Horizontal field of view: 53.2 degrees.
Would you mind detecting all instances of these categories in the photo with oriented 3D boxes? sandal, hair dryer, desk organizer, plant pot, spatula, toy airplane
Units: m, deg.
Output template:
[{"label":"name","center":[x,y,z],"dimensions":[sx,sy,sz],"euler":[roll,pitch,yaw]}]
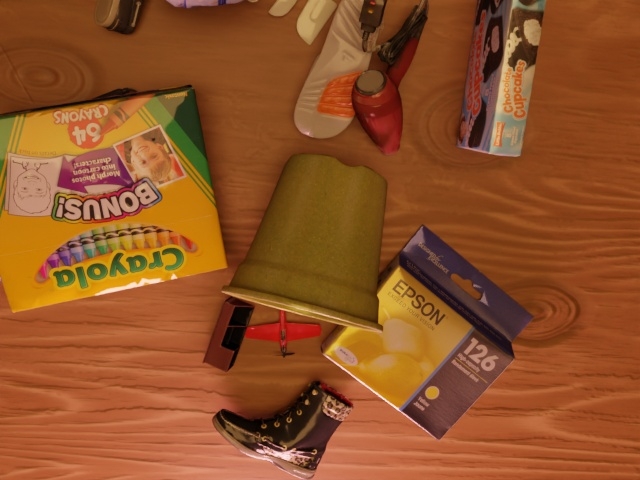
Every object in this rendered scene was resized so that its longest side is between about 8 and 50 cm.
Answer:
[{"label":"sandal","center":[0.039,-0.302,1.106],"dimensions":[0.102,0.076,0.265],"euler":[22,111,-5]},{"label":"hair dryer","center":[0.133,-0.277,1.081],"dimensions":[0.080,0.223,0.293],"euler":[28,125,29]},{"label":"desk organizer","center":[-0.172,0.176,1.203],"dimensions":[0.050,0.047,0.130],"euler":[22,100,7]},{"label":"plant pot","center":[0.000,0.000,1.082],"dimensions":[0.276,0.276,0.254],"euler":[16,82,-7]},{"label":"spatula","center":[-0.016,-0.482,1.084],"dimensions":[0.168,0.019,0.242],"euler":[33,102,-15]},{"label":"toy airplane","center":[-0.070,0.154,1.220],"dimensions":[0.151,0.028,0.151],"euler":[-1,102,-3]}]

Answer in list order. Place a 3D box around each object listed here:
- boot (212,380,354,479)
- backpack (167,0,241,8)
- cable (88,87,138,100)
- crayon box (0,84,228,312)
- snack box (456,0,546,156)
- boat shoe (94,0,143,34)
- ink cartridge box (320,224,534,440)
[{"label":"boot","center":[-0.068,0.337,1.231],"dimensions":[0.236,0.085,0.178],"euler":[32,96,-16]},{"label":"backpack","center":[-0.184,-0.529,0.941],"dimensions":[0.273,0.290,0.355],"euler":[-24,109,-11]},{"label":"cable","center":[-0.378,-0.176,1.128],"dimensions":[0.184,0.047,0.150],"euler":[-24,107,-3]},{"label":"crayon box","center":[-0.364,-0.075,1.072],"dimensions":[0.363,0.106,0.313],"euler":[-12,108,-10]},{"label":"snack box","center":[0.301,-0.308,1.070],"dimensions":[0.060,0.187,0.322],"euler":[5,101,-5]},{"label":"boat shoe","center":[-0.315,-0.448,1.075],"dimensions":[0.065,0.075,0.206],"euler":[16,97,-51]},{"label":"ink cartridge box","center":[0.213,0.183,1.227],"dimensions":[0.303,0.072,0.307],"euler":[38,99,-10]}]
